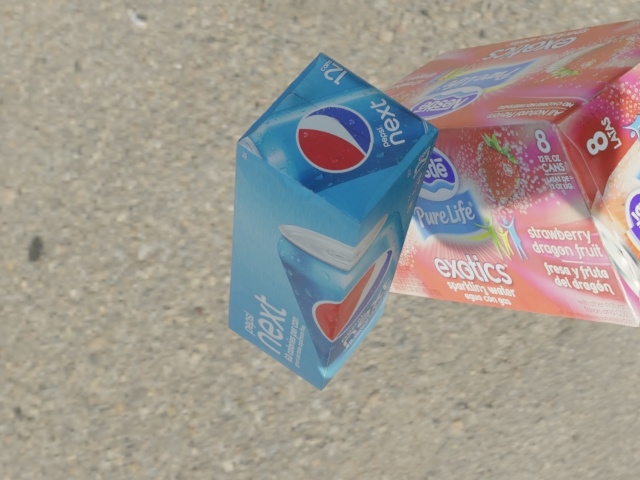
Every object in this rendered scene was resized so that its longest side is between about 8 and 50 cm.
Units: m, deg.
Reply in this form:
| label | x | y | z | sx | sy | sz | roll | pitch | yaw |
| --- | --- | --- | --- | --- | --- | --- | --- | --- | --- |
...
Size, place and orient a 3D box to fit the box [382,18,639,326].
| label | x | y | z | sx | sy | sz | roll | pitch | yaw |
| --- | --- | --- | --- | --- | --- | --- | --- | --- | --- |
| box | 0.121 | -0.043 | 0.730 | 0.257 | 0.128 | 0.123 | 5 | 126 | 62 |

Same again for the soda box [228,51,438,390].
| label | x | y | z | sx | sy | sz | roll | pitch | yaw |
| --- | --- | --- | --- | --- | --- | --- | --- | --- | --- |
| soda box | 0.000 | 0.000 | 0.649 | 0.071 | 0.067 | 0.210 | 34 | 155 | 12 |
